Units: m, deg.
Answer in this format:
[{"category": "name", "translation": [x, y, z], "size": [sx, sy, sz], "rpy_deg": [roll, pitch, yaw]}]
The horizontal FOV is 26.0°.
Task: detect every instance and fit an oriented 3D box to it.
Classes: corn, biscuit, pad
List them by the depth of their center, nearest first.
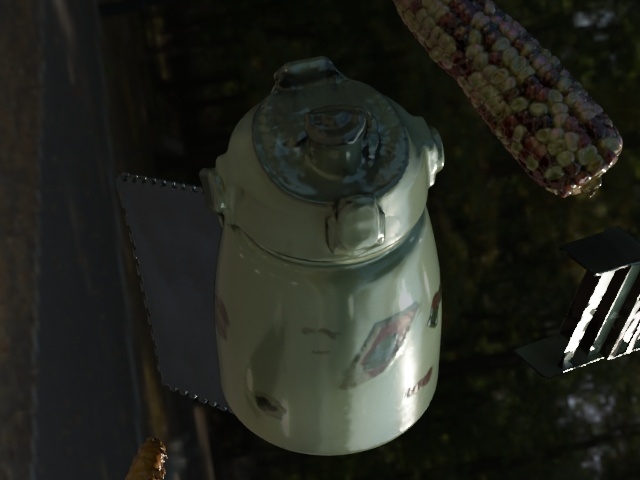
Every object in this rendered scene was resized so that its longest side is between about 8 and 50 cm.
[{"category": "biscuit", "translation": [-0.187, 0.294, 1.220], "size": [0.254, 0.035, 0.254], "rpy_deg": [-158, -90, -87]}, {"category": "corn", "translation": [0.167, -0.155, 1.277], "size": [0.280, 0.092, 0.092], "rpy_deg": [48, -9, 5]}, {"category": "pad", "translation": [-0.128, 0.063, 1.487], "size": [0.270, 0.012, 0.268], "rpy_deg": [14, -62, 51]}]

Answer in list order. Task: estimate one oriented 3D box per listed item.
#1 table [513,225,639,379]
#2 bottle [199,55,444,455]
[{"category": "table", "translation": [0.308, 0.062, 1.499], "size": [0.062, 0.175, 0.146], "rpy_deg": [43, -50, 33]}, {"category": "bottle", "translation": [0.000, 0.000, 1.198], "size": [0.351, 0.229, 0.229], "rpy_deg": [87, -8, -45]}]
